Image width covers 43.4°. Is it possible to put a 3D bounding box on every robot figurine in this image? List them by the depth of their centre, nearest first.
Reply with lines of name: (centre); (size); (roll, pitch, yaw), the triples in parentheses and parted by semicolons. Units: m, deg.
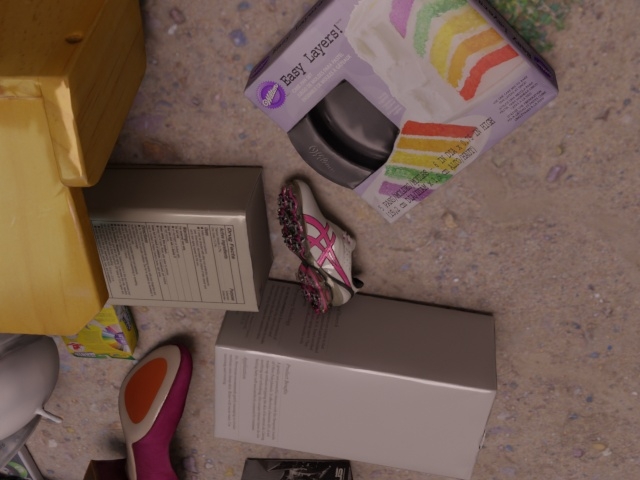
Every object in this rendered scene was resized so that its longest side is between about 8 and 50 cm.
robot figurine: (-0.476, 0.118, 1.037); (0.300, 0.200, 0.353); (-35, 89, 24)

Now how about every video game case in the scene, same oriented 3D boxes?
video game case: (-0.608, 0.380, 1.443); (0.173, 0.022, 0.190); (-4, 125, 11)

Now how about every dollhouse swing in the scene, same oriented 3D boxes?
dollhouse swing: (-0.369, -0.110, 0.897); (0.347, 0.315, 0.305); (1, 138, 9)

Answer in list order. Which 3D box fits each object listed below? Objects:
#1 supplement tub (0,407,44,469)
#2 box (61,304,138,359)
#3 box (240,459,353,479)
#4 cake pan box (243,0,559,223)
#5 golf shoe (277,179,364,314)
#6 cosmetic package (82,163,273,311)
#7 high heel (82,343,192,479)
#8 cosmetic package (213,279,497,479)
supplement tub: (-0.595, 0.215, 1.213); (0.194, 0.193, 0.316); (-31, 116, 27)
box: (-0.333, 0.113, 1.177); (0.105, 0.043, 0.179); (2, 135, 7)
box: (-0.050, 0.460, 1.280); (0.183, 0.231, 0.056); (-1, 129, 11)
cake pan box: (0.082, -0.173, 0.898); (0.246, 0.070, 0.267); (42, 122, -18)
golf shoe: (0.000, 0.000, 1.049); (0.086, 0.067, 0.186); (-26, 115, -20)
cosmetic package: (-0.227, -0.006, 1.042); (0.310, 0.113, 0.160); (2, 127, 7)
high heel: (-0.244, 0.306, 1.305); (0.181, 0.127, 0.377); (10, 128, -35)
cosmetic package: (0.045, 0.191, 1.115); (0.366, 0.155, 0.197); (9, 127, 2)
